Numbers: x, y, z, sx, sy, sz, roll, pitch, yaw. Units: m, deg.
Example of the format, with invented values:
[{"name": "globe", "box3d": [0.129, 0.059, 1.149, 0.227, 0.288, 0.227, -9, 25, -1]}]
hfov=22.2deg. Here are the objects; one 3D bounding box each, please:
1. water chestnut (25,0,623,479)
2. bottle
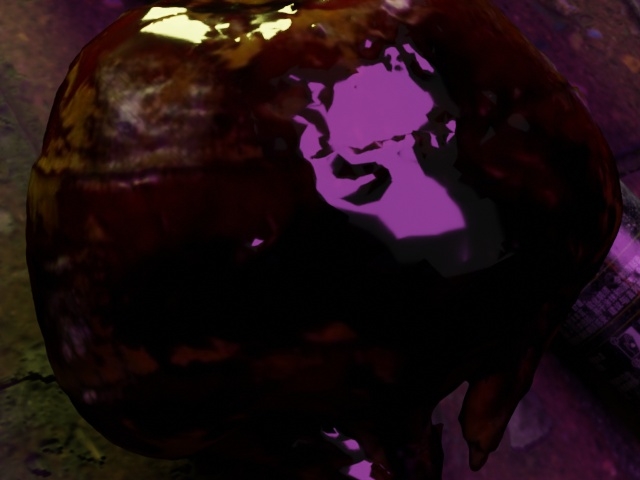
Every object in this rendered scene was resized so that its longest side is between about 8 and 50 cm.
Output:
[{"name": "water chestnut", "box3d": [0.000, 0.000, 0.803, 0.289, 0.289, 0.244, -9, 42, -32]}, {"name": "bottle", "box3d": [0.189, 0.035, 0.989, 0.330, 0.093, 0.093, 46, 51, 3]}]
